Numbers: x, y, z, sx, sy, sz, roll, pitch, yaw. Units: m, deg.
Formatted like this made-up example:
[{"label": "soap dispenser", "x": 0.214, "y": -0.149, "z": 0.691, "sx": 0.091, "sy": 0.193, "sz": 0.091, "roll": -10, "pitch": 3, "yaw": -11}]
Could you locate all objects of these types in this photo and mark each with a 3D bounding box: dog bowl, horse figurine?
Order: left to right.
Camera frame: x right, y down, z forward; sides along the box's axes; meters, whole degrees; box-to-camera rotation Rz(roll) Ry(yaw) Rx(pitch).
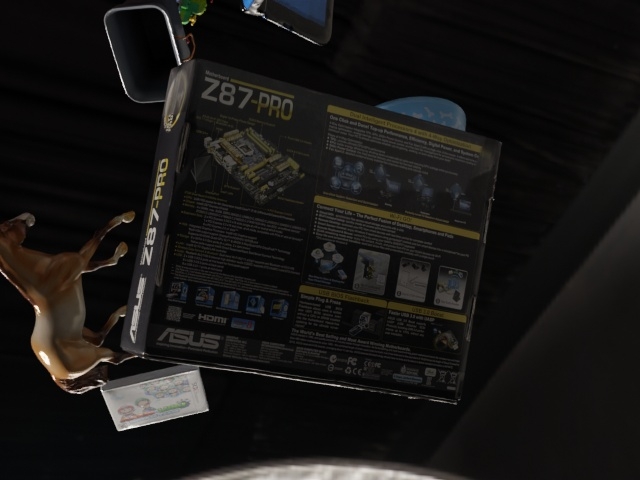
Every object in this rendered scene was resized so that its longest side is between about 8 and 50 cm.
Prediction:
[{"label": "horse figurine", "x": -0.285, "y": 0.079, "z": 1.249, "sx": 0.066, "sy": 0.174, "sz": 0.263, "roll": 18, "pitch": 121, "yaw": 38}, {"label": "dog bowl", "x": 0.116, "y": -0.083, "z": 1.467, "sx": 0.297, "sy": 0.165, "sz": 0.074, "roll": 92, "pitch": 170, "yaw": -64}]

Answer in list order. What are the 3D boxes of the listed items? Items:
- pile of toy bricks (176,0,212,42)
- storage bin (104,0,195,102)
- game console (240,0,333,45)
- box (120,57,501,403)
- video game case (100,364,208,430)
[{"label": "pile of toy bricks", "x": -0.236, "y": -0.426, "z": 1.855, "sx": 0.118, "sy": 0.105, "sz": 0.212, "roll": -128, "pitch": 56, "yaw": -84}, {"label": "storage bin", "x": -0.208, "y": -0.261, "z": 1.380, "sx": 0.091, "sy": 0.098, "sz": 0.135, "roll": -79, "pitch": -19, "yaw": -50}, {"label": "game console", "x": -0.018, "y": -0.475, "z": 1.590, "sx": 0.250, "sy": 0.173, "sz": 0.293, "roll": 153, "pitch": 122, "yaw": -69}, {"label": "box", "x": 0.000, "y": 0.000, "z": 1.200, "sx": 0.097, "sy": 0.394, "sz": 0.318, "roll": 4, "pitch": 83, "yaw": 64}, {"label": "video game case", "x": -0.268, "y": 0.257, "z": 1.752, "sx": 0.143, "sy": 0.157, "sz": 0.019, "roll": 87, "pitch": 169, "yaw": -54}]
